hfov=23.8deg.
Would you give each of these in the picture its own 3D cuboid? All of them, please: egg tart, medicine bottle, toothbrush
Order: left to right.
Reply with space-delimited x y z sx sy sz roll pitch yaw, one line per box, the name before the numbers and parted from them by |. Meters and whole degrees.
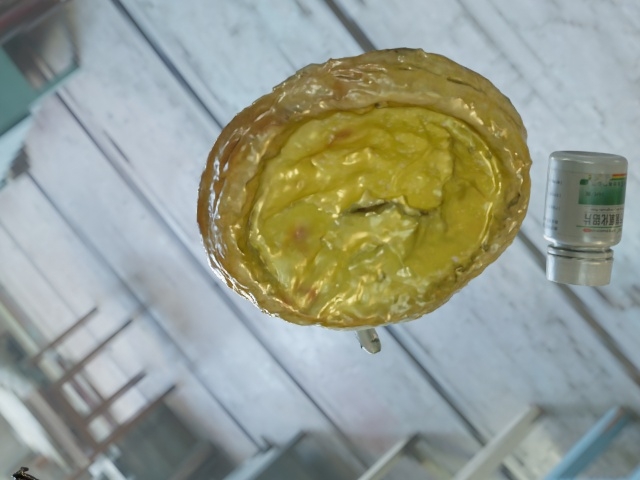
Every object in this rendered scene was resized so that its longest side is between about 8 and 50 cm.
toothbrush | 0.000 0.000 1.216 0.022 0.017 0.204 -36 72 38
egg tart | 0.021 -0.033 0.850 0.074 0.191 0.191 -107 -5 -52
medicine bottle | 0.265 -0.023 1.534 0.080 0.080 0.130 14 104 56

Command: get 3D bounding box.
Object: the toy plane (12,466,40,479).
toy plane | -0.133 0.166 0.842 0.145 0.060 0.037 24 125 -21
